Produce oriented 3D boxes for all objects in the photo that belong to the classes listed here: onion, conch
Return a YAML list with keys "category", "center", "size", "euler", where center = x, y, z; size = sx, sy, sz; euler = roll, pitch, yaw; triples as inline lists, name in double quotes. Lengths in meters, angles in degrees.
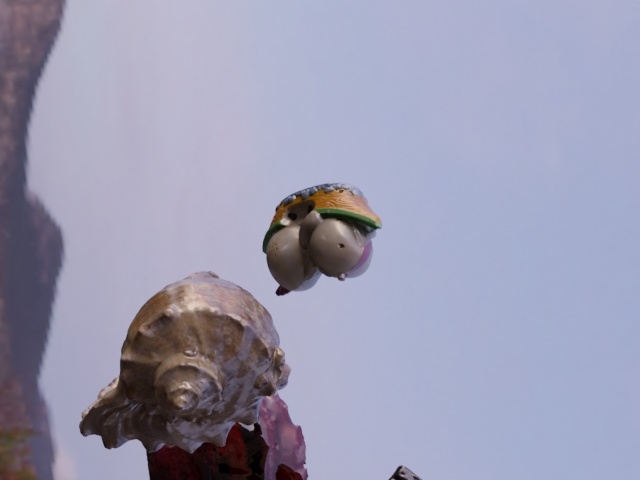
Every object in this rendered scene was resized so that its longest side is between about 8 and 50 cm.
- category: "onion"
  center: [-0.173, 0.360, 2.310]
  size: [0.146, 0.280, 0.314]
  euler: [22, 59, -72]
- category: "conch"
  center: [-0.172, 0.174, 1.804]
  size: [0.210, 0.297, 0.352]
  euler: [51, 14, 2]

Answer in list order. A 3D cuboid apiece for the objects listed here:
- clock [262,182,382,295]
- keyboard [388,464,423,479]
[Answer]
- category: "clock"
  center: [0.000, 0.000, 1.930]
  size: [0.231, 0.103, 0.144]
  euler: [-18, -121, 44]
- category: "keyboard"
  center: [0.209, 0.437, 1.872]
  size: [0.310, 0.101, 0.018]
  euler: [37, -26, 7]
